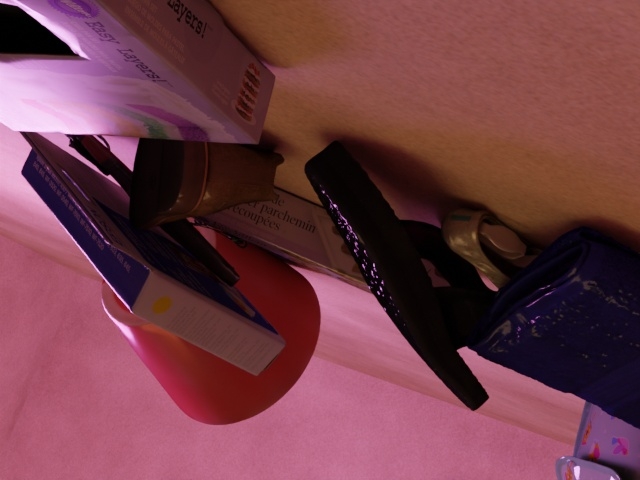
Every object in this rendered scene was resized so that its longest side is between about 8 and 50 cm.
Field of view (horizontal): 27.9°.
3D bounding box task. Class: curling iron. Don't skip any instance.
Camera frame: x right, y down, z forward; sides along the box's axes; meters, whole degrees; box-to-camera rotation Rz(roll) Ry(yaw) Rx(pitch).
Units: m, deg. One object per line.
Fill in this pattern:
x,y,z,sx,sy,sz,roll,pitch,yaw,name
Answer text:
-0.193,-0.046,1.502,0.274,0.035,0.068,41,-176,12,curling iron

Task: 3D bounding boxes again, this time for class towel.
0.312,0.099,1.156,0.308,0.076,0.227,26,152,-9,towel

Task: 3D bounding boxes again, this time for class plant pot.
-0.171,0.096,1.869,0.275,0.275,0.243,15,158,38,plant pot

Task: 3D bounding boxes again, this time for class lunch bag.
0.382,0.266,1.482,0.160,0.262,0.223,24,171,-9,lunch bag

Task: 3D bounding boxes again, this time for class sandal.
0.113,0.042,1.262,0.167,0.107,0.446,53,177,32,sandal

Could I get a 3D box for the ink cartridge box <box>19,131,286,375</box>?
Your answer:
-0.218,0.005,1.455,0.307,0.072,0.303,33,-171,-47,ink cartridge box

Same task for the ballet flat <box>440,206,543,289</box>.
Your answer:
0.180,0.019,1.201,0.168,0.057,0.052,29,159,-36,ballet flat

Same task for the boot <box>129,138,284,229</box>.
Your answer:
-0.128,-0.062,1.328,0.115,0.112,0.305,4,-178,-21,boot

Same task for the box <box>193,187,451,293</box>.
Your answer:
0.000,0.000,1.469,0.324,0.063,0.067,23,170,-6,box

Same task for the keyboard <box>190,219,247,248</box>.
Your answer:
-0.130,-0.045,1.658,0.192,0.038,0.100,26,147,-14,keyboard

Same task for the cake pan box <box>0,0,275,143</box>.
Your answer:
-0.196,-0.153,0.934,0.246,0.070,0.267,4,163,24,cake pan box
